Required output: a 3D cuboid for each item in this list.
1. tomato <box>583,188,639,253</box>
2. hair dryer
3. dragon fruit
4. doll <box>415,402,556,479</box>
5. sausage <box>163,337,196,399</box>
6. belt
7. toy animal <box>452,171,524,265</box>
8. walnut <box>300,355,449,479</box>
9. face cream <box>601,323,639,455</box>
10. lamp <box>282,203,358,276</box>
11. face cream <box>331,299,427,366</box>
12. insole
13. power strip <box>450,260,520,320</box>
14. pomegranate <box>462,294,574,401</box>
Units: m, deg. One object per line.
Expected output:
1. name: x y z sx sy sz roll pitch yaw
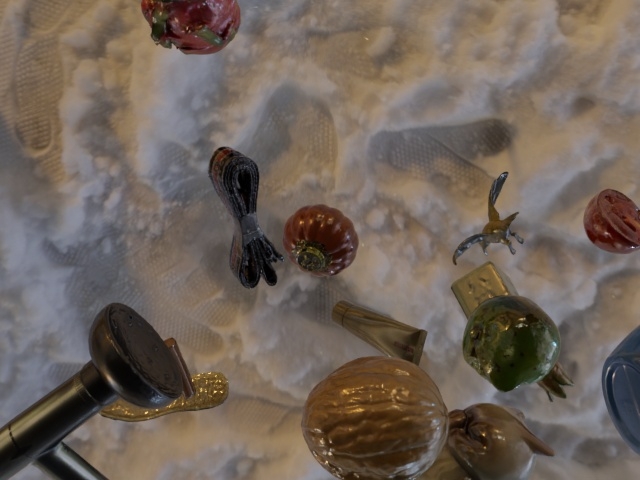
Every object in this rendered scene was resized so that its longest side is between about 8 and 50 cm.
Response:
1. tomato: 0.627 -0.030 1.399 0.139 0.159 0.091 32 137 -4
2. hair dryer: -0.299 0.276 0.918 0.320 0.156 0.284 -44 130 8
3. dragon fruit: -0.319 -0.582 1.598 0.236 0.302 0.231 1 93 11
4. doll: 0.302 0.506 1.422 0.226 0.215 0.370 40 94 -10
5. sausage: -0.230 0.211 1.058 0.026 0.026 0.116 -12 118 4
6. belt: -0.178 -0.047 1.522 0.126 0.094 0.360 -23 124 -16
7. toy animal: 0.342 -0.003 1.270 0.219 0.095 0.155 -52 140 -21
8. walnut: 0.091 0.310 1.123 0.260 0.225 0.225 -5 110 14
9. face cream: 0.407 0.126 0.642 0.263 0.083 0.149 -11 82 -20
10. lamp: 0.000 0.000 1.842 0.223 0.197 0.223 13 132 15
11. face cream: 0.173 0.271 1.937 0.084 0.341 0.138 5 103 -44
12. insole: -0.284 0.275 1.152 0.247 0.011 0.081 -8 66 4
13. power strip: 0.483 0.173 1.813 0.139 0.140 0.224 -35 146 17
14. pomegranate: 0.482 0.264 1.547 0.301 0.236 0.236 31 107 -15
